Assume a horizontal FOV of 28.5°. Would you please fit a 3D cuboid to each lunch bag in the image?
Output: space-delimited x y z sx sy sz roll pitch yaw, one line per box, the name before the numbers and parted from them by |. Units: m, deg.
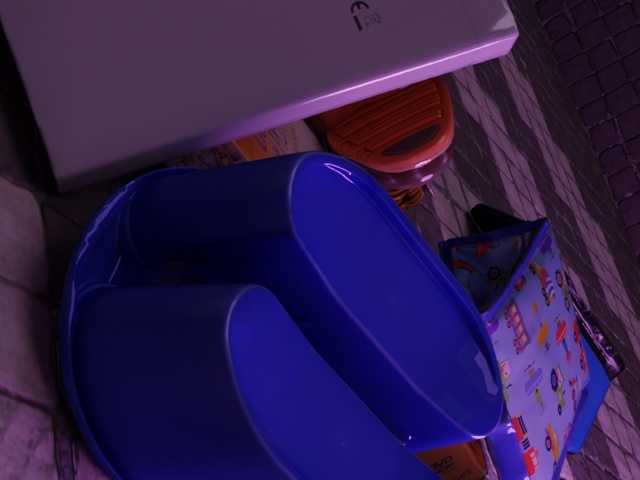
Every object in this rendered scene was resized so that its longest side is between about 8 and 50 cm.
lunch bag | 0.206 0.134 1.356 0.293 0.138 0.221 -61 135 -68

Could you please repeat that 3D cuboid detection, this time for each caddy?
caddy | -0.027 0.096 0.862 0.341 0.179 0.241 50 47 -32

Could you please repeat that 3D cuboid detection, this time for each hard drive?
hard drive | -0.060 -0.194 0.934 0.047 0.353 0.233 112 -42 -70

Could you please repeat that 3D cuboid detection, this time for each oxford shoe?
oxford shoe | 0.081 -0.088 1.306 0.364 0.130 0.133 -119 -176 -76

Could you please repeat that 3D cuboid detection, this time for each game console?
game console | 0.293 0.122 1.820 0.293 0.173 0.250 54 -10 -22

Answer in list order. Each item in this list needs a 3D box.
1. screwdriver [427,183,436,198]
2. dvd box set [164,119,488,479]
screwdriver | 0.121 -0.125 1.721 0.170 0.024 0.025 53 50 -29
dvd box set | 0.000 0.000 1.145 0.420 0.062 0.307 53 12 -23
